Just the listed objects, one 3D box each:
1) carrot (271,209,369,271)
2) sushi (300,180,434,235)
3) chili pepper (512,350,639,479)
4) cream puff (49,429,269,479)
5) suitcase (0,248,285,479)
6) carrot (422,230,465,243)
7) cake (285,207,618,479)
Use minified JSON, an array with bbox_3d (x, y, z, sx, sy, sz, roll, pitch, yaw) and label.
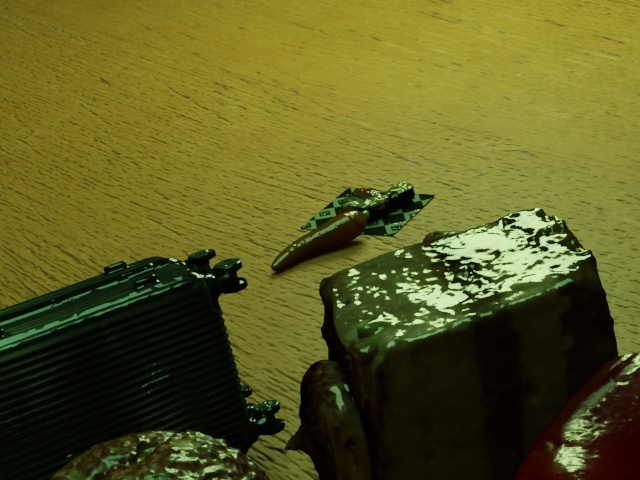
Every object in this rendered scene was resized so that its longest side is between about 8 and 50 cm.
[{"bbox_3d":[0.000,0.000,2.024,0.142,0.035,0.035,-28,29,-21],"label":"carrot"},{"bbox_3d":[0.055,-0.046,2.108,0.126,0.026,0.120,5,29,30],"label":"sushi"},{"bbox_3d":[0.204,0.218,1.345,0.131,0.135,0.338,6,33,30],"label":"chili pepper"},{"bbox_3d":[-0.139,0.243,1.391,0.240,0.164,0.240,-5,29,3],"label":"cream puff"},{"bbox_3d":[-0.203,0.139,1.589,0.312,0.202,0.128,-21,16,-22],"label":"suitcase"},{"bbox_3d":[0.180,0.019,1.880,0.060,0.060,0.186,-28,29,-36],"label":"carrot"},{"bbox_3d":[0.101,0.110,1.551,0.293,0.199,0.196,-14,27,-7],"label":"cake"}]
